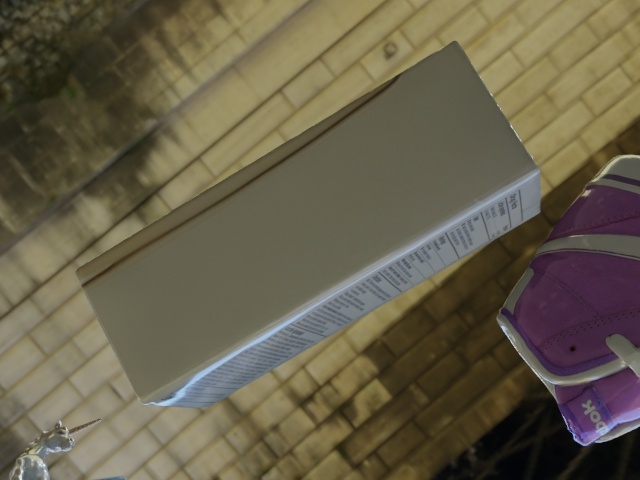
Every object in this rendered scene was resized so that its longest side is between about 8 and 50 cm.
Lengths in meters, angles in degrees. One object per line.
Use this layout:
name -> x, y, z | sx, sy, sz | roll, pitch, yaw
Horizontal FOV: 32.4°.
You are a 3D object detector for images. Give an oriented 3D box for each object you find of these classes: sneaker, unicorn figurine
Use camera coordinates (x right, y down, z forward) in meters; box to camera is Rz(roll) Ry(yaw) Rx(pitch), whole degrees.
sneaker -> 0.206, 0.057, 0.536 | 0.161, 0.102, 0.282 | -46, -149, -17
unicorn figurine -> -0.252, 0.223, 0.959 | 0.162, 0.060, 0.111 | -60, -165, -6

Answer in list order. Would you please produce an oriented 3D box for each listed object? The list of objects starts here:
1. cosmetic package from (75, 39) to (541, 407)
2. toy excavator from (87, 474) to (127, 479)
cosmetic package -> 0.000, 0.000, 0.805 | 0.309, 0.113, 0.160 | -31, 166, 4
toy excavator -> -0.225, 0.398, 0.773 | 0.445, 0.433, 0.222 | -6, 170, -12
